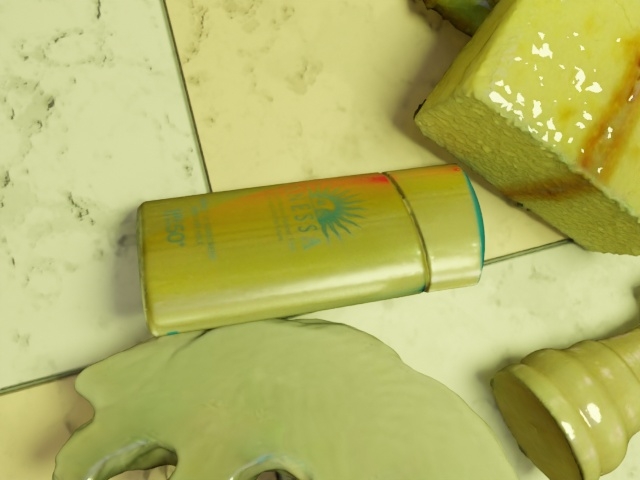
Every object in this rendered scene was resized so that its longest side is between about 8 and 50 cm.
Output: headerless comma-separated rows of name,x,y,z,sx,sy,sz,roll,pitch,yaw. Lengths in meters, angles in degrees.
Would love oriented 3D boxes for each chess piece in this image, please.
chess piece,0.349,0.075,0.611,0.397,0.117,0.117,-27,91,-12

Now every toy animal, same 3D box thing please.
toy animal,-0.025,0.183,0.528,0.307,0.188,0.266,-16,65,-5

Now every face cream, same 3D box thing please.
face cream,0.000,0.000,0.550,0.284,0.067,0.139,-8,43,-11

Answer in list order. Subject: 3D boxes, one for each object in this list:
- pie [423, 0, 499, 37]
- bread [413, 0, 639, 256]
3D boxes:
pie,0.237,-0.284,0.615,0.354,0.103,0.289,11,83,-9
bread,0.226,-0.115,0.568,0.240,0.135,0.178,31,84,-15
